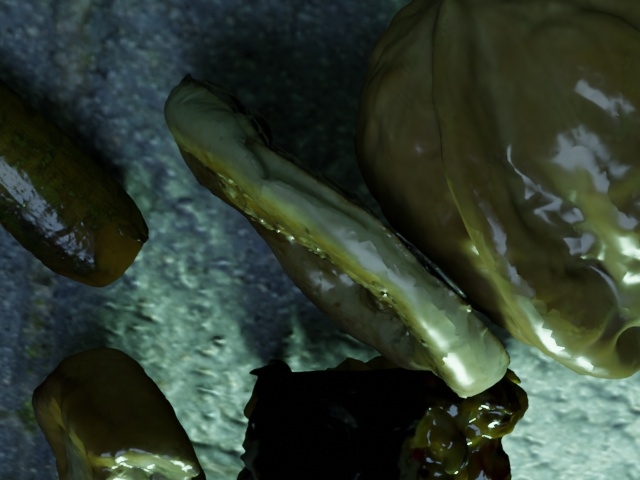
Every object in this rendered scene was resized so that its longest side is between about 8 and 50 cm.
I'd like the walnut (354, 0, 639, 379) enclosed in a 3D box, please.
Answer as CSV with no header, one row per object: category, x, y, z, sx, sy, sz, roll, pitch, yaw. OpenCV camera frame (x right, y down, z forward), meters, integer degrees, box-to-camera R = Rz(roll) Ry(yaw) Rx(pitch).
walnut,0.138,-0.051,0.714,0.224,0.257,0.257,-10,128,41

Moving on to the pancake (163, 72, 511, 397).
pancake,0.001,0.000,0.784,0.049,0.282,0.282,-49,114,-8

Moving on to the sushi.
sushi,0.039,0.169,0.934,0.204,0.200,0.213,10,110,1

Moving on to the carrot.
carrot,-0.197,-0.039,0.878,0.082,0.082,0.173,-33,115,30

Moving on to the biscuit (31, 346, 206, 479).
biscuit,-0.146,0.193,0.990,0.091,0.213,0.274,-23,136,-20
